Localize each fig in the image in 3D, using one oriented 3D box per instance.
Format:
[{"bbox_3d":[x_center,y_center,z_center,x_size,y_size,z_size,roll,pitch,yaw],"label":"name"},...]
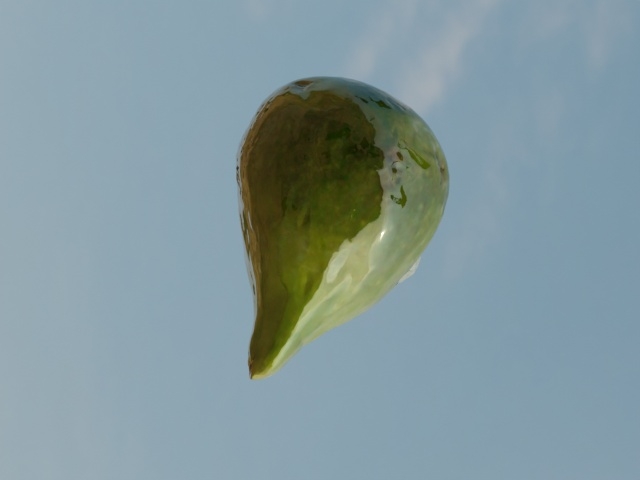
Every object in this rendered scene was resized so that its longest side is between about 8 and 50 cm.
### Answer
[{"bbox_3d":[0.000,0.000,1.379,0.206,0.206,0.275,-13,-127,60],"label":"fig"}]

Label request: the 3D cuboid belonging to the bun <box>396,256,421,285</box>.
[{"bbox_3d":[0.067,0.015,1.615,0.045,0.083,0.083,-136,-132,-66],"label":"bun"}]
